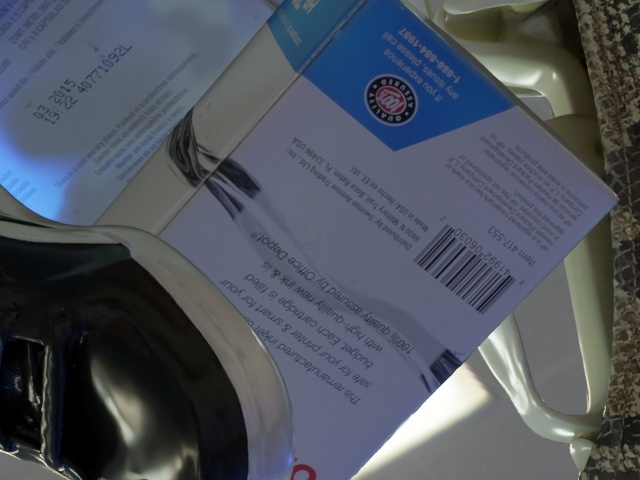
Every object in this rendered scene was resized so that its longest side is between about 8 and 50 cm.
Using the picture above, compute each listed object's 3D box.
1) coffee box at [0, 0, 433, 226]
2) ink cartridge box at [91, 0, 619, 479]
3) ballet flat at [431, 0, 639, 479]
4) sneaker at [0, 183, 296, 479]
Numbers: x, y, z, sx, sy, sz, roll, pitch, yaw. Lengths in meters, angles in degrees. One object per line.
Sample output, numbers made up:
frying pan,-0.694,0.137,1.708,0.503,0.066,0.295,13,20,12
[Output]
coffee box,-0.142,-0.185,1.068,0.338,0.337,0.334,32,-147,-34
ink cartridge box,0.000,0.000,0.541,0.139,0.190,0.082,37,-166,-25
ballet flat,0.148,-0.057,0.741,0.182,0.164,0.483,-6,-113,3
sneaker,-0.117,0.033,0.364,0.121,0.079,0.217,-19,-147,-40
